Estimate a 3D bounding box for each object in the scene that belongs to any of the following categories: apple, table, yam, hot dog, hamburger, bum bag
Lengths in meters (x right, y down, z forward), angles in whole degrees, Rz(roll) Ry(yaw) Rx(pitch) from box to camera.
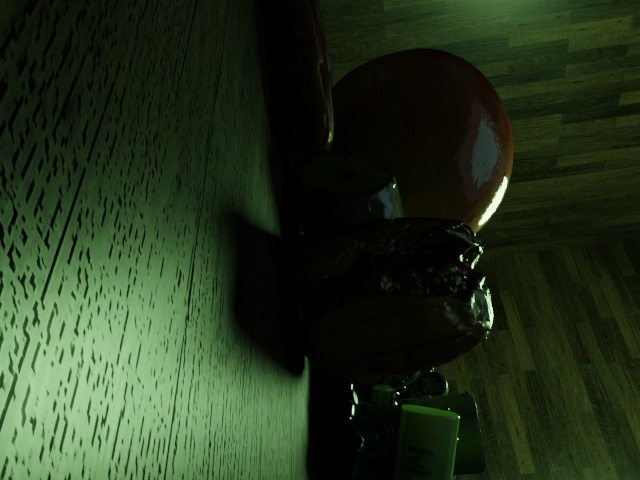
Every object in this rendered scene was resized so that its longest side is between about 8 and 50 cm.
[{"bbox_3d":[0.149,-0.132,1.233,0.364,0.364,0.364,-8,90,-85],"label":"apple"},{"bbox_3d":[0.137,0.311,1.119,0.126,0.220,0.126,-8,90,-85],"label":"table"},{"bbox_3d":[0.049,0.006,0.976,0.154,0.154,0.254,-90,172,-60],"label":"yam"},{"bbox_3d":[-0.026,-0.234,0.924,0.115,0.072,0.269,59,23,-77],"label":"hot dog"},{"bbox_3d":[0.079,0.068,0.805,0.244,0.244,0.163,63,23,-76],"label":"hamburger"},{"bbox_3d":[0.018,0.224,0.893,0.197,0.049,0.087,-96,-162,-60],"label":"bum bag"}]

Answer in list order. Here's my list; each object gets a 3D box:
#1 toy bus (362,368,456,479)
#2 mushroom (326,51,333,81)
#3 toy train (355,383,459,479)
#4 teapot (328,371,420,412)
[{"bbox_3d":[0.141,0.351,1.292,0.162,0.194,0.323,76,11,-51],"label":"toy bus"},{"bbox_3d":[-0.017,-0.265,1.115,0.083,0.067,0.083,-38,-138,45],"label":"mushroom"},{"bbox_3d":[0.109,0.325,0.951,0.105,0.157,0.253,38,59,-82],"label":"toy train"},{"bbox_3d":[0.091,0.174,1.099,0.269,0.173,0.182,-52,135,-36],"label":"teapot"}]
